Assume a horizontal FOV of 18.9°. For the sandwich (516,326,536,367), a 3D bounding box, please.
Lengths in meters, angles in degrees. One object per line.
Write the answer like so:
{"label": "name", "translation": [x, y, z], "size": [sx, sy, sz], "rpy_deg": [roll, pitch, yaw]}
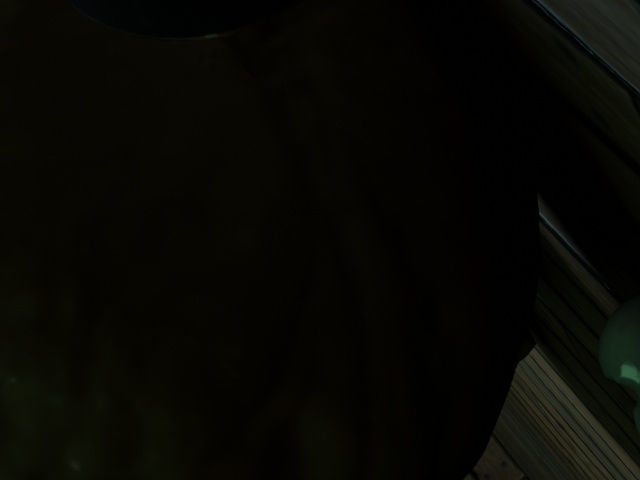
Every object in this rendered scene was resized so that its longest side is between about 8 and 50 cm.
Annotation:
{"label": "sandwich", "translation": [-0.035, 0.021, 1.161], "size": [0.271, 0.099, 0.301], "rpy_deg": [47, -146, 22]}

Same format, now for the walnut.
{"label": "walnut", "translation": [-0.069, 0.026, 0.742], "size": [0.333, 0.333, 0.333], "rpy_deg": [53, 179, 2]}

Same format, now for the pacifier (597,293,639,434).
{"label": "pacifier", "translation": [0.111, 0.075, 0.627], "size": [0.150, 0.127, 0.116], "rpy_deg": [30, -134, -76]}

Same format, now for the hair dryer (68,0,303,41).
{"label": "hair dryer", "translation": [-0.108, -0.229, 0.496], "size": [0.352, 0.107, 0.189], "rpy_deg": [59, 179, 27]}
